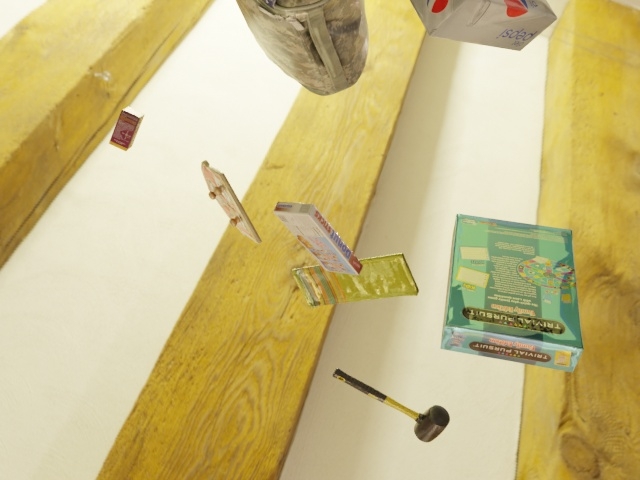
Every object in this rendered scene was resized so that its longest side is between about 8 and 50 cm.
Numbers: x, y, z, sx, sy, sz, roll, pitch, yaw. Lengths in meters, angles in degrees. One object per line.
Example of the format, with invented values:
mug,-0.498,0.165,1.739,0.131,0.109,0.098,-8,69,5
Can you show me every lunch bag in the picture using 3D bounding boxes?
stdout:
lunch bag,-0.028,-0.402,1.014,0.212,0.305,0.256,-23,-107,6

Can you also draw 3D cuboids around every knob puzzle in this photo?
knob puzzle,-0.208,-0.083,1.323,0.030,0.213,0.213,-35,-115,-14

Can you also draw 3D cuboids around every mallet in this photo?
mallet,0.109,0.241,0.956,0.190,0.062,0.039,33,-137,-3

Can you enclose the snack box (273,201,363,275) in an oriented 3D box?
snack box,0.000,0.000,0.938,0.064,0.178,0.022,5,-118,33

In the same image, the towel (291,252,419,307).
towel,0.064,0.081,1.210,0.237,0.102,0.021,-10,-144,28

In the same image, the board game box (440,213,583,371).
board game box,0.393,0.095,1.301,0.254,0.079,0.336,9,-136,10

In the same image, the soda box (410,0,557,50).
soda box,0.298,-0.416,1.124,0.286,0.098,0.091,-8,-112,-41

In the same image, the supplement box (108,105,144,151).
supplement box,-0.424,-0.245,1.372,0.043,0.083,0.055,24,-163,-10
